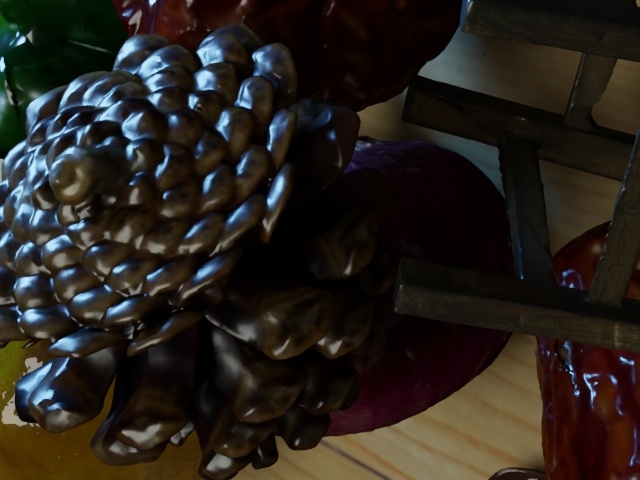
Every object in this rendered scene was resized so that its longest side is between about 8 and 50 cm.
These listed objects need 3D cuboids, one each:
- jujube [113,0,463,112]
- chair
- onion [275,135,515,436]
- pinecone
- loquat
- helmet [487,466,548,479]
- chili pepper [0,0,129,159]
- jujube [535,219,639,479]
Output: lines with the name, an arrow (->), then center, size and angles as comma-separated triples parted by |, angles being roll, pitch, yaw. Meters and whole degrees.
jujube -> -0.018, -0.176, 1.020 | 0.213, 0.232, 0.213 | 37, 133, 54
chair -> 0.262, -0.060, 0.832 | 0.240, 0.416, 0.203 | -82, 4, -60
onion -> 0.008, 0.030, 1.102 | 0.272, 0.256, 0.230 | 54, 165, -23
pinecone -> -0.076, 0.020, 0.887 | 0.264, 0.264, 0.264 | 21, 118, 45
loquat -> -0.199, 0.111, 1.377 | 0.276, 0.276, 0.284 | -53, 44, 45
helmet -> 0.166, 0.219, 1.125 | 0.111, 0.057, 0.089 | 37, 93, 44
chili pepper -> -0.167, -0.150, 1.246 | 0.248, 0.256, 0.233 | -19, 75, 53
jujube -> 0.223, 0.124, 0.917 | 0.197, 0.197, 0.290 | -52, 49, 46
